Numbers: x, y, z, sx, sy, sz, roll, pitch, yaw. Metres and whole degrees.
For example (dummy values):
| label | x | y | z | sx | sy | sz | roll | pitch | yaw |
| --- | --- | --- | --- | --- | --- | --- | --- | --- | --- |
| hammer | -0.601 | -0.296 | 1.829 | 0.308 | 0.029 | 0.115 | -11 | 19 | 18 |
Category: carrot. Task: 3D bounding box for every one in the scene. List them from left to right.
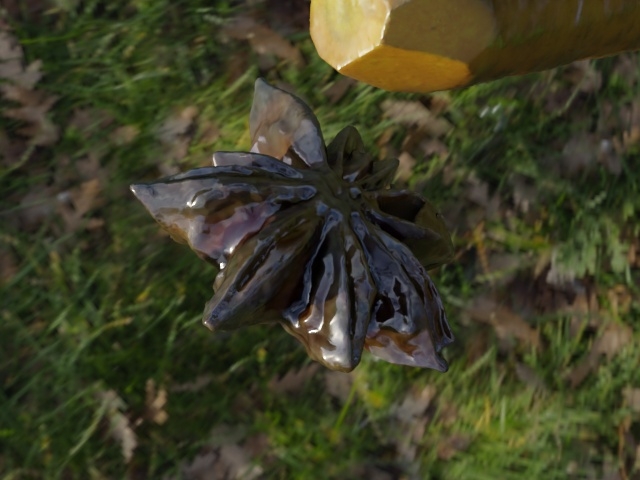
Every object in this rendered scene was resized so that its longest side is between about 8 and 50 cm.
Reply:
| label | x | y | z | sx | sy | sz | roll | pitch | yaw |
| --- | --- | --- | --- | --- | --- | --- | --- | --- | --- |
| carrot | 0.128 | -0.103 | 0.678 | 0.066 | 0.314 | 0.066 | 14 | 109 | 47 |

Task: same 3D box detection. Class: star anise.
| label | x | y | z | sx | sy | sz | roll | pitch | yaw |
| --- | --- | --- | --- | --- | --- | --- | --- | --- | --- |
| star anise | -0.015 | -0.012 | 1.368 | 0.315 | 0.315 | 0.108 | 35 | 132 | 2 |
